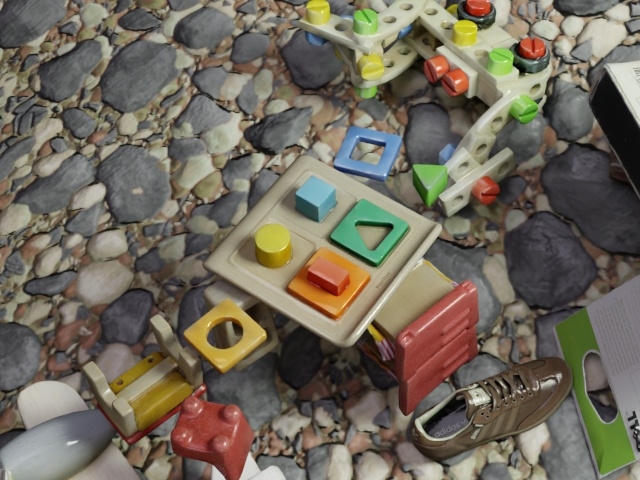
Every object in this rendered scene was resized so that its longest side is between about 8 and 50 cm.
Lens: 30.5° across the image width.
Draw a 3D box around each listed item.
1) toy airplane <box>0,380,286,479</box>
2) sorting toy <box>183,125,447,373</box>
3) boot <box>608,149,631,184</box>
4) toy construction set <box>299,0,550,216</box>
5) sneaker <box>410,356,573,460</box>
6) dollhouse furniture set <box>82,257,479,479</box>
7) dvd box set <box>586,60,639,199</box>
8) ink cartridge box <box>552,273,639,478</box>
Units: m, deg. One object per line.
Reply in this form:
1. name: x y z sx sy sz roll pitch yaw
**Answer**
1. toy airplane: -0.194 0.344 1.186 0.386 0.272 0.384 6 68 19
2. sorting toy: 0.000 0.000 1.219 0.196 0.047 0.347 27 61 23
3. boot: 0.367 -0.056 1.328 0.114 0.037 0.106 28 63 24
4. toy construction set: 0.142 -0.193 1.404 0.215 0.151 0.327 -24 65 -22
5. sneaker: 0.184 0.178 1.256 0.188 0.071 0.066 -31 60 3
6. dollhouse furniture set: -0.032 0.131 1.251 0.374 0.152 0.201 -35 58 -19
7. dvd box set: 0.515 -0.073 1.166 0.421 0.062 0.307 -11 59 -18
8. ink cartridge box: 0.385 0.118 1.216 0.255 0.097 0.188 -38 53 39
